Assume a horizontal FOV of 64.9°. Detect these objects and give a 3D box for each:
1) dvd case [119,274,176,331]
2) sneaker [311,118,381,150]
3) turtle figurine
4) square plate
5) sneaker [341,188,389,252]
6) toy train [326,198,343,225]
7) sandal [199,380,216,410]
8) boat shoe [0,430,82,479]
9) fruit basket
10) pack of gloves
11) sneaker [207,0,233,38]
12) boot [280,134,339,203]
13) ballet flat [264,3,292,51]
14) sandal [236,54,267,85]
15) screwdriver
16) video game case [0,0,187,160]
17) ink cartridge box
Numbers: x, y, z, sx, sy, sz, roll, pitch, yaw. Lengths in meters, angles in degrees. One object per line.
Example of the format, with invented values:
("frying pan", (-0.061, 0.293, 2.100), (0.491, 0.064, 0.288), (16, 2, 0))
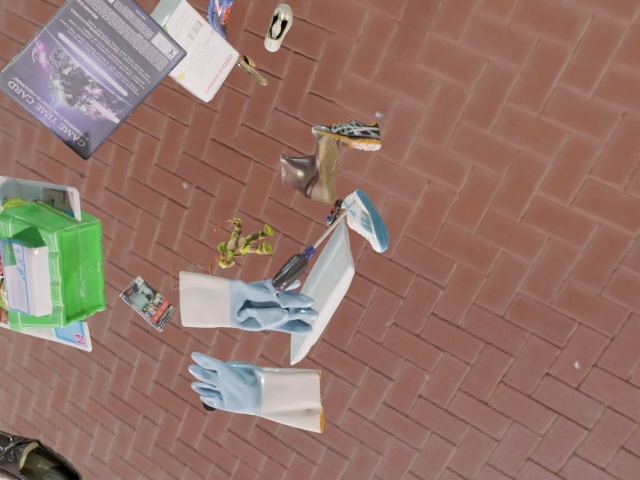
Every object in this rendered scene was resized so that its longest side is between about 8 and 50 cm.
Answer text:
("dvd case", (-0.386, 0.141, 1.133), (0.013, 0.087, 0.119), (-38, 106, 20))
("sneaker", (0.081, -0.329, 1.534), (0.215, 0.084, 0.083), (8, 85, -6))
("turtle figurine", (-0.277, 0.027, 1.756), (0.218, 0.269, 0.087), (-9, 136, 18))
("square plate", (0.009, 0.141, 1.464), (0.049, 0.344, 0.347), (26, 109, -10))
("sneaker", (0.154, -0.056, 1.709), (0.092, 0.087, 0.228), (-36, 72, 33))
("toy train", (0.056, -0.110, 1.935), (0.036, 0.158, 0.027), (40, 133, -15))
("sandal", (-0.359, 0.467, 1.616), (0.067, 0.040, 0.179), (-1, 96, 15))
("boat shoe", (-0.342, 0.249, 0.578), (0.152, 0.056, 0.049), (33, 118, -14))
("fruit basket", (-0.597, 0.038, 0.971), (0.354, 0.165, 0.326), (9, 106, 14))
("pack of gloves", (-0.092, 0.142, 0.696), (0.232, 0.046, 0.194), (1, 94, 29))
("sneaker", (-0.343, -0.810, 1.737), (0.087, 0.083, 0.221), (5, 127, 8))
("boot", (-0.047, -0.234, 1.559), (0.207, 0.090, 0.248), (25, 138, 28))
("ballet flat", (-0.108, -0.586, 1.359), (0.057, 0.052, 0.168), (15, 70, -7))
("sandal", (-0.259, -0.640, 1.840), (0.180, 0.072, 0.049), (36, 85, -24))
("screwdriver", (0.000, 0.000, 0.609), (0.024, 0.170, 0.025), (49, 152, -10))
("video game case", (-0.406, -0.309, 0.900), (0.274, 0.026, 0.196), (-46, 108, 2))
("ink cartridge box", (-0.326, -0.469, 1.241), (0.093, 0.212, 0.154), (35, 91, 37))
